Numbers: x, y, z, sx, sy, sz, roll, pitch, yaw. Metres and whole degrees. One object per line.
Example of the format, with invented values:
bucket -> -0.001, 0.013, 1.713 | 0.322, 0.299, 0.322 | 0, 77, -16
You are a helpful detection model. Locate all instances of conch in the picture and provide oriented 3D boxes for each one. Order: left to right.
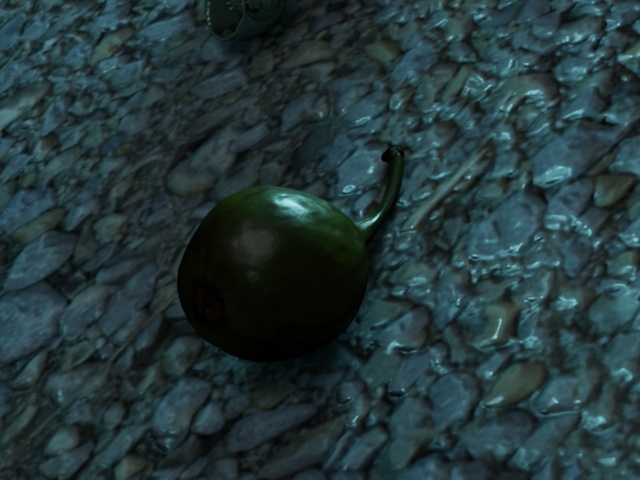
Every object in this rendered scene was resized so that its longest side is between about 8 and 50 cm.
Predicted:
conch -> -0.060, -0.199, 1.583 | 0.085, 0.057, 0.076 | 41, 115, 62

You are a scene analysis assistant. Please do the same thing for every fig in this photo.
fig -> 0.000, 0.000, 1.333 | 0.124, 0.124, 0.236 | 8, 29, 35
